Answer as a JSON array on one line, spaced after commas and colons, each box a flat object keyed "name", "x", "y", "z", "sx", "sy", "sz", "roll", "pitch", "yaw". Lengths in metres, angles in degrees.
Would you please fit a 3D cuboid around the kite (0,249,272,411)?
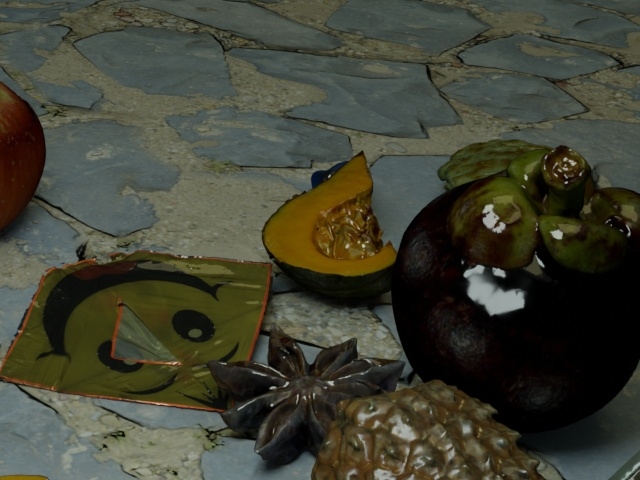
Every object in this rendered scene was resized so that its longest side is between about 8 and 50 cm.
[{"name": "kite", "x": -0.193, "y": 0.103, "z": 1.584, "sx": 0.377, "sy": 0.013, "sz": 0.327, "roll": -19, "pitch": 41, "yaw": -31}]

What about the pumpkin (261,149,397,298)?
[{"name": "pumpkin", "x": -0.001, "y": 0.001, "z": 1.777, "sx": 0.163, "sy": 0.111, "sz": 0.278, "roll": -2, "pitch": 36, "yaw": -8}]

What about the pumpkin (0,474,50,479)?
[{"name": "pumpkin", "x": -0.262, "y": 0.292, "z": 1.119, "sx": 0.119, "sy": 0.108, "sz": 0.183, "roll": 1, "pitch": 33, "yaw": 6}]

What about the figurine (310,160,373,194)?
[{"name": "figurine", "x": 0.025, "y": -0.060, "z": 1.940, "sx": 0.086, "sy": 0.087, "sz": 0.149, "roll": 43, "pitch": 25, "yaw": -11}]

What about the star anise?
[{"name": "star anise", "x": 0.003, "y": 0.172, "z": 1.449, "sx": 0.262, "sy": 0.081, "sz": 0.230, "roll": 11, "pitch": 27, "yaw": 23}]

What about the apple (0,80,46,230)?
[{"name": "apple", "x": -0.487, "y": -0.108, "z": 1.781, "sx": 0.251, "sy": 0.206, "sz": 0.272, "roll": 6, "pitch": 27, "yaw": -26}]

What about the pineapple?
[{"name": "pineapple", "x": 0.150, "y": 0.282, "z": 1.147, "sx": 0.202, "sy": 0.202, "sz": 0.362, "roll": -13, "pitch": 39, "yaw": -34}]

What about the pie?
[{"name": "pie", "x": 0.281, "y": -0.092, "z": 2.045, "sx": 0.201, "sy": 0.090, "sz": 0.248, "roll": 13, "pitch": 24, "yaw": 37}]

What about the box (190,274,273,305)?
[{"name": "box", "x": -0.109, "y": 0.063, "z": 1.698, "sx": 0.079, "sy": 0.035, "sz": 0.083, "roll": 16, "pitch": 28, "yaw": 19}]

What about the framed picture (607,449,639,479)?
[{"name": "framed picture", "x": 0.334, "y": 0.293, "z": 1.208, "sx": 0.216, "sy": 0.016, "sz": 0.273, "roll": -42, "pitch": 37, "yaw": 0}]

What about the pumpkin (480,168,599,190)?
[{"name": "pumpkin", "x": 0.296, "y": -0.011, "z": 1.767, "sx": 0.260, "sy": 0.189, "sz": 0.260, "roll": 6, "pitch": 27, "yaw": -3}]

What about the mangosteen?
[{"name": "mangosteen", "x": 0.233, "y": 0.053, "z": 1.487, "sx": 0.297, "sy": 0.313, "sz": 0.297, "roll": 49, "pitch": 11, "yaw": -13}]
